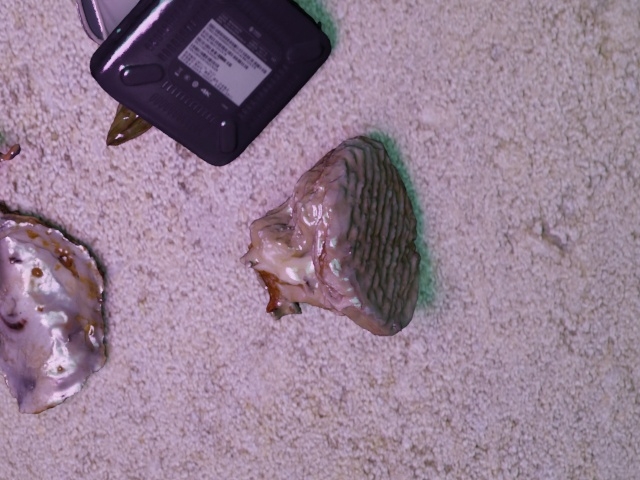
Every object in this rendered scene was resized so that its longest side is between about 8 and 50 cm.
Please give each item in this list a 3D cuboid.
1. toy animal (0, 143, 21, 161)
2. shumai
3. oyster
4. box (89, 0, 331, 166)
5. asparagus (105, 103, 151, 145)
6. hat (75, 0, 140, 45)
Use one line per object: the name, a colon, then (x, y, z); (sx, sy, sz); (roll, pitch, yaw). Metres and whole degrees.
toy animal: (-0.638, -0.121, 1.557); (0.312, 0.097, 0.158); (20, 100, 19)
shumai: (0.000, 0.000, 1.562); (0.262, 0.267, 0.314); (-8, 73, 34)
oyster: (-0.458, 0.085, 1.628); (0.204, 0.111, 0.396); (-15, 101, -12)
box: (-0.155, -0.274, 1.467); (0.289, 0.073, 0.290); (-46, 134, 9)
asparagus: (-0.242, -0.252, 1.543); (0.080, 0.080, 0.287); (41, 102, -7)
hat: (-0.287, -0.419, 1.509); (0.219, 0.164, 0.226); (-18, 142, -7)
